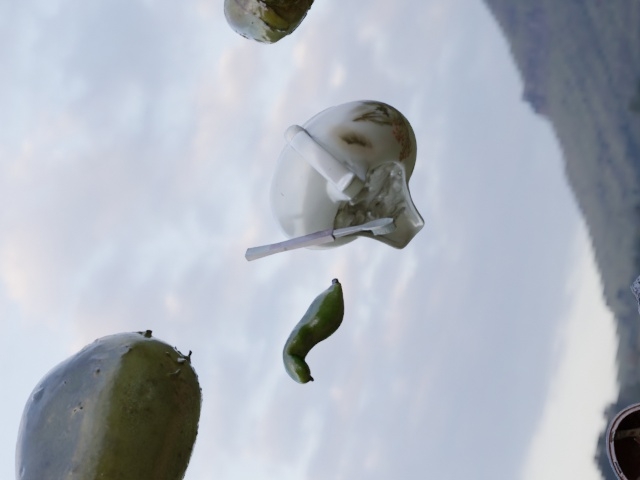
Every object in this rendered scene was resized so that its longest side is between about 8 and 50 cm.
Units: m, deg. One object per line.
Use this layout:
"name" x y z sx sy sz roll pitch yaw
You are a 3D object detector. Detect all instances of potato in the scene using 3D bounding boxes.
"potato" -0.291 0.295 2.142 0.219 0.270 0.359 33 -129 -27

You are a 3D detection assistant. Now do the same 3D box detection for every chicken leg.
"chicken leg" -0.035 -0.212 1.403 0.178 0.093 0.070 -72 -42 -80

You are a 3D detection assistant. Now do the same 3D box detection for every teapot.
"teapot" 0.031 -0.072 1.942 0.204 0.139 0.298 -48 -25 10

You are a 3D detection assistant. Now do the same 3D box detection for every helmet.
"helmet" 0.325 0.199 1.548 0.111 0.089 0.057 66 -156 -2

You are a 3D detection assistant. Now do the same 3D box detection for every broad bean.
"broad bean" -0.007 0.141 2.640 0.048 0.070 0.213 107 -174 -57

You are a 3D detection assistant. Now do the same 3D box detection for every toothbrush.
"toothbrush" -0.001 -0.001 1.869 0.017 0.194 0.014 59 -149 -35

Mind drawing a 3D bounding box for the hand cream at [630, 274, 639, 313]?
"hand cream" 0.456 0.059 2.243 0.039 0.062 0.163 -29 -20 -6
